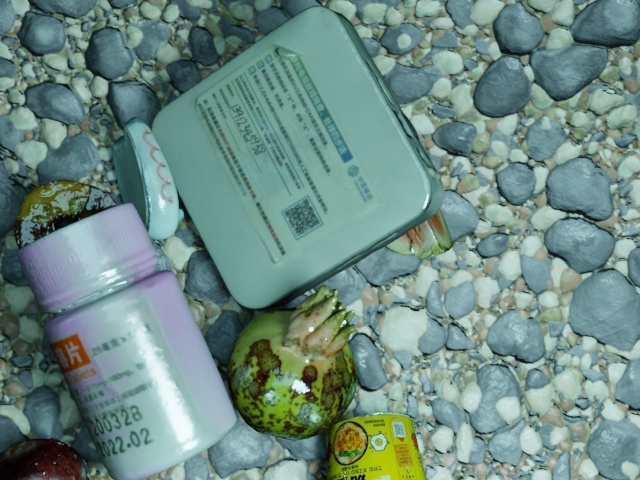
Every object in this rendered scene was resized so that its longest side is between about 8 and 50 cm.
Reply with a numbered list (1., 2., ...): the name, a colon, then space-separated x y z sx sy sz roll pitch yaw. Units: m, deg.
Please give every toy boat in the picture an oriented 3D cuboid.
1. toy boat: -0.286 -0.101 1.708 0.079 0.134 0.207 -11 74 -33

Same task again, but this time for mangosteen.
1. mangosteen: -0.428 0.393 1.557 0.166 0.166 0.180 -34 112 -13

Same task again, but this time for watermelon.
1. watermelon: 0.109 -0.084 1.753 0.128 0.159 0.303 -32 80 15

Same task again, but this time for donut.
1. donut: -0.414 -0.014 1.697 0.184 0.073 0.166 7 77 -6

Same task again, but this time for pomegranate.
1. pomegranate: -0.045 0.182 1.587 0.204 0.276 0.222 -2 43 1

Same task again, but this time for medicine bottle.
1. medicine bottle: -0.299 0.154 1.557 0.219 0.219 0.388 -25 94 -12

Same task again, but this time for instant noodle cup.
1. instant noodle cup: 0.087 0.359 1.618 0.182 0.182 0.144 -2 68 -7

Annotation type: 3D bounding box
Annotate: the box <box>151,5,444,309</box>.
1. box: -0.043 -0.132 1.672 0.397 0.111 0.395 -31 81 19
